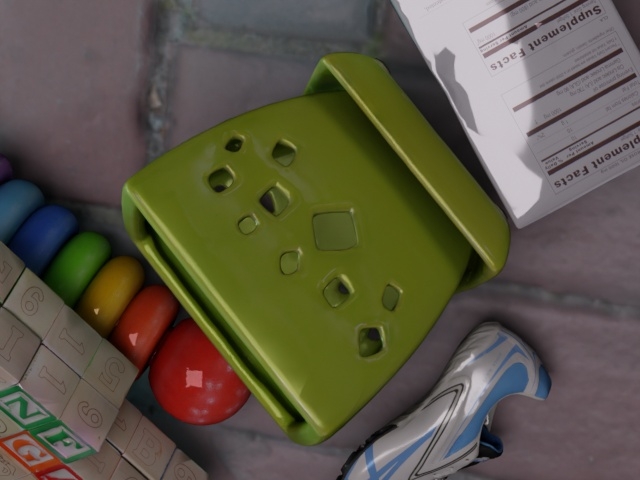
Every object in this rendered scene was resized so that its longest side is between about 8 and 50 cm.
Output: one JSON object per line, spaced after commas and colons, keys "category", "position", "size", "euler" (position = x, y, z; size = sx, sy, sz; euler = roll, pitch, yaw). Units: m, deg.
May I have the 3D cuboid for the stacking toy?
{"category": "stacking toy", "position": [-0.200, 0.043, 1.364], "size": [0.330, 0.141, 0.141], "euler": [30, 109, 3]}

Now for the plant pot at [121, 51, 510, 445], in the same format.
{"category": "plant pot", "position": [0.000, 0.000, 1.232], "size": [0.207, 0.227, 0.228], "euler": [-39, 88, -9]}

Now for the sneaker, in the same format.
{"category": "sneaker", "position": [0.086, 0.167, 1.330], "size": [0.086, 0.085, 0.237], "euler": [45, 111, 7]}

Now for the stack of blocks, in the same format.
{"category": "stack of blocks", "position": [-0.227, 0.141, 1.328], "size": [0.171, 0.087, 0.297], "euler": [-22, 121, 41]}

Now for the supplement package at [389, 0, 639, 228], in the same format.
{"category": "supplement package", "position": [0.137, -0.152, 1.195], "size": [0.134, 0.139, 0.244], "euler": [-29, 99, 7]}
